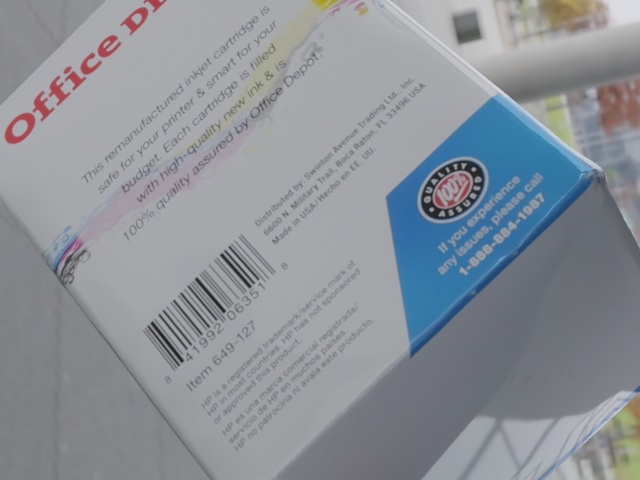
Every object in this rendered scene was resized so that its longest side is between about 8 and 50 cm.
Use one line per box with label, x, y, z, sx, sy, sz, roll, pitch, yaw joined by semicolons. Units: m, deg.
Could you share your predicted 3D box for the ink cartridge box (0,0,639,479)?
ink cartridge box;0.000;0.000;0.578;0.232;0.171;0.168;47;1;35
